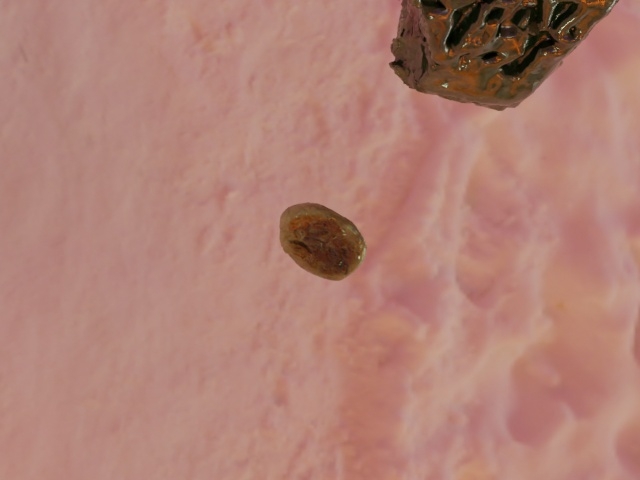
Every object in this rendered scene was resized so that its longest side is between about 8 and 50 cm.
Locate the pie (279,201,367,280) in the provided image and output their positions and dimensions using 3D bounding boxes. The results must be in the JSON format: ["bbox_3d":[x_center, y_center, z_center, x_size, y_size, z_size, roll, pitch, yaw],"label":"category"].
[{"bbox_3d":[0.000,0.000,1.011,0.085,0.085,0.017,54,38,-24],"label":"pie"}]

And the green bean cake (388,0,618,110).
[{"bbox_3d":[0.177,-0.306,1.342,0.300,0.308,0.169,12,52,-24],"label":"green bean cake"}]
